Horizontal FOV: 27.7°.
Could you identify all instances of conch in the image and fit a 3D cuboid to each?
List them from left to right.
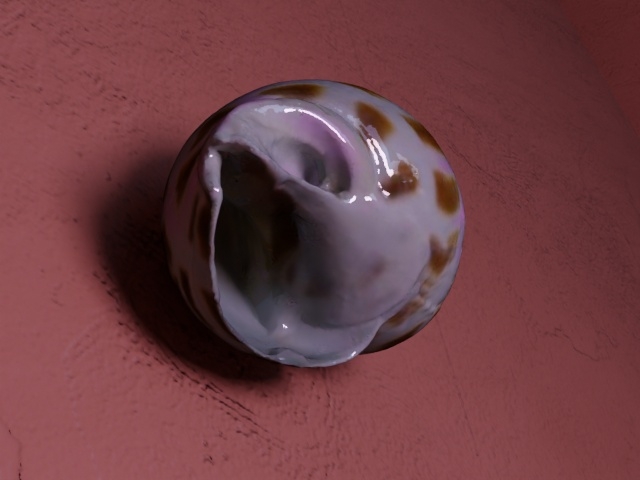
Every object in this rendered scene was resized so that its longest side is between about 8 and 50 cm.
[{"bbox_3d":[0.000,0.000,1.057,0.368,0.197,0.249,38,67,-38],"label":"conch"}]
